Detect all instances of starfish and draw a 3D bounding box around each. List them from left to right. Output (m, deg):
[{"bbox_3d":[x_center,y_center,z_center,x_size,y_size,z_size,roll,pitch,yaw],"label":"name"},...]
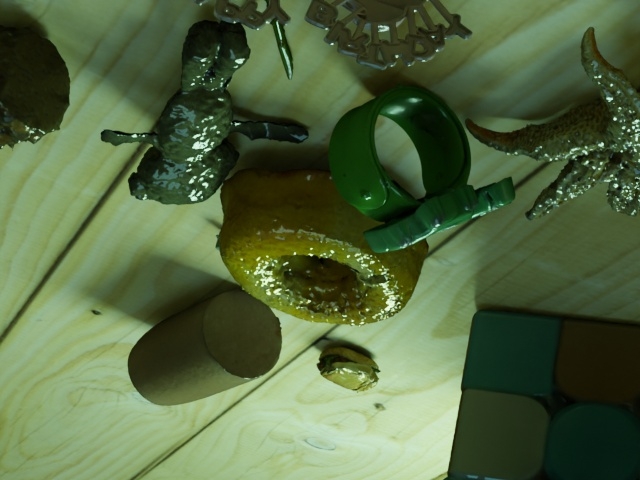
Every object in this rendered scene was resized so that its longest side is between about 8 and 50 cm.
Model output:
[{"bbox_3d":[0.294,-0.073,1.667,0.301,0.084,0.293,32,159,-16],"label":"starfish"}]

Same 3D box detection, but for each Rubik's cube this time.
[{"bbox_3d":[0.346,0.318,2.148,0.347,0.344,0.347,7,155,14],"label":"Rubik's cube"}]

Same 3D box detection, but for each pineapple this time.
[{"bbox_3d":[-0.379,-0.150,1.799,0.248,0.128,0.128,-4,149,39],"label":"pineapple"}]

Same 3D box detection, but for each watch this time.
[{"bbox_3d":[0.091,-0.076,1.715,0.165,0.152,0.131,-24,179,-37],"label":"watch"}]

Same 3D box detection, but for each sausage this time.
[{"bbox_3d":[-0.163,0.151,2.301,0.123,0.123,0.253,25,152,-24],"label":"sausage"}]

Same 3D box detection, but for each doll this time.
[{"bbox_3d":[-0.136,-0.126,1.766,0.203,0.091,0.286,-26,159,4],"label":"doll"}]

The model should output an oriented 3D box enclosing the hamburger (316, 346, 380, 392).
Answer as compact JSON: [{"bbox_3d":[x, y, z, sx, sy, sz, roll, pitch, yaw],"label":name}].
[{"bbox_3d":[0.038,0.175,2.344,0.083,0.044,0.076,24,151,-27],"label":"hamburger"}]

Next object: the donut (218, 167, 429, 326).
[{"bbox_3d":[0.000,0.001,1.934,0.253,0.118,0.253,12,149,7],"label":"donut"}]

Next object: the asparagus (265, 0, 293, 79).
[{"bbox_3d":[-0.040,-0.202,1.646,0.016,0.013,0.166,49,168,28],"label":"asparagus"}]

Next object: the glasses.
[{"bbox_3d":[0.009,-0.228,1.401,0.255,0.162,0.095,15,151,-5],"label":"glasses"}]

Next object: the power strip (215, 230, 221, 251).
[{"bbox_3d":[-0.098,0.012,2.097,0.017,0.027,0.083,-13,142,44],"label":"power strip"}]
